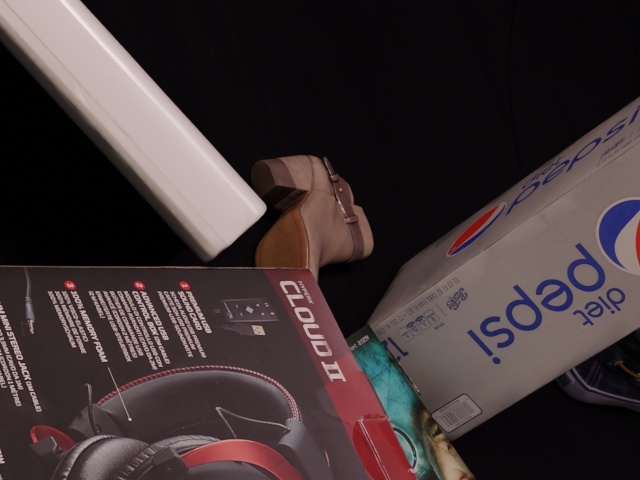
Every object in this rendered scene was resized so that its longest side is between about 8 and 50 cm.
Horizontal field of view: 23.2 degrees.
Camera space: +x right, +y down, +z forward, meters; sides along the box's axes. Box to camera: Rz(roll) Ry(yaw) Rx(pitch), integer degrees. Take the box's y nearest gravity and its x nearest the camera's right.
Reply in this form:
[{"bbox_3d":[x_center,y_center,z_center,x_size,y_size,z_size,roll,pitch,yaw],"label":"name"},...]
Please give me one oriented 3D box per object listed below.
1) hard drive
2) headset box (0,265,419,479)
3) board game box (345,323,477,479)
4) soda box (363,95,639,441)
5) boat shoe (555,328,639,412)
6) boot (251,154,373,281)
[{"bbox_3d":[-0.151,-0.119,0.773,0.307,0.040,0.203,48,-4,-7],"label":"hard drive"},{"bbox_3d":[-0.075,0.125,0.644,0.293,0.110,0.218,0,51,-41],"label":"headset box"},{"bbox_3d":[0.009,0.132,0.847,0.126,0.026,0.186,55,36,3],"label":"board game box"},{"bbox_3d":[0.155,0.001,0.894,0.091,0.286,0.098,47,35,-7],"label":"soda box"},{"bbox_3d":[0.248,0.082,1.099,0.183,0.083,0.065,7,56,-44],"label":"boat shoe"},{"bbox_3d":[0.000,0.000,0.937,0.087,0.042,0.118,16,56,-49],"label":"boot"}]
